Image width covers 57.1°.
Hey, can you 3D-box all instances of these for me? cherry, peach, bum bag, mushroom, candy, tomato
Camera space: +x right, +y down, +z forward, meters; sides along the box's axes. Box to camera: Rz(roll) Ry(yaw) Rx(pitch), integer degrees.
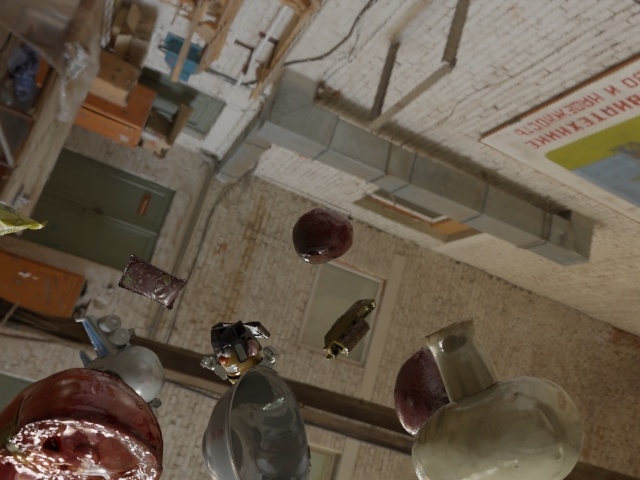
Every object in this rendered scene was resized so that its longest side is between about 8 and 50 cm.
[{"bbox_3d":[0.351,0.497,1.881,0.221,0.261,0.307,-32,-116,44],"label":"cherry"},{"bbox_3d":[0.000,0.000,1.492,0.152,0.152,0.152,-55,-158,36],"label":"peach"},{"bbox_3d":[-0.259,0.302,2.013,0.109,0.159,0.026,64,31,-57],"label":"bum bag"},{"bbox_3d":[0.317,0.338,1.066,0.315,0.315,0.356,-130,-151,-70],"label":"mushroom"},{"bbox_3d":[-0.912,-0.070,1.602,0.297,0.187,0.081,41,45,-67],"label":"candy"},{"bbox_3d":[-0.309,0.247,0.760,0.233,0.200,0.139,-30,-145,19],"label":"tomato"}]

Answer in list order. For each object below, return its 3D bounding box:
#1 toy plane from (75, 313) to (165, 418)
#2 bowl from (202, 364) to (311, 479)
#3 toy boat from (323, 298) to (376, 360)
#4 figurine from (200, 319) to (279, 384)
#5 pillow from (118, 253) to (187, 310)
[{"bbox_3d":[-0.387,0.260,1.097,0.122,0.267,0.267,-23,154,-50],"label":"toy plane"},{"bbox_3d":[-0.172,0.478,1.374,0.157,0.345,0.345,-20,-140,20],"label":"bowl"},{"bbox_3d":[0.091,0.254,1.691,0.088,0.068,0.226,23,-126,37],"label":"toy boat"},{"bbox_3d":[-0.249,0.383,1.854,0.308,0.308,0.143,-63,176,17],"label":"figurine"},{"bbox_3d":[-0.493,0.123,1.730,0.118,0.185,0.043,-62,-179,15],"label":"pillow"}]
